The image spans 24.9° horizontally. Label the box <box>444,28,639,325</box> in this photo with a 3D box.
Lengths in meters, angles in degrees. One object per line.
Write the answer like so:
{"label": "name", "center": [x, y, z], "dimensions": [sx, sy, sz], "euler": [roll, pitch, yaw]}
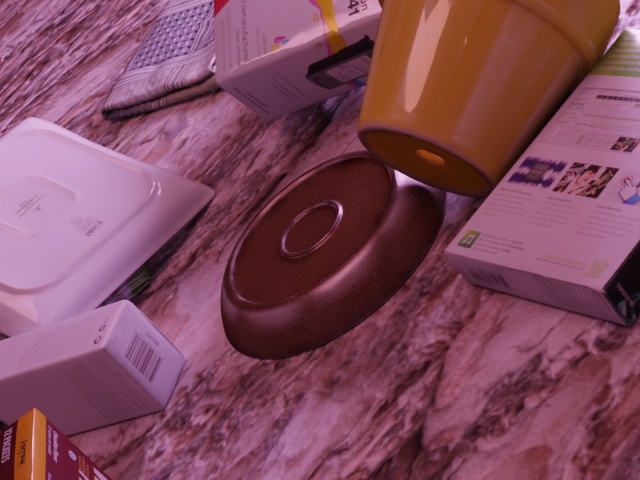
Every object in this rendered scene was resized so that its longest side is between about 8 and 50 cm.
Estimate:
{"label": "box", "center": [0.294, -0.072, 1.385], "dimensions": [0.322, 0.058, 0.232], "euler": [-50, 30, -14]}

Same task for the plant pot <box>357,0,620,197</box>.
{"label": "plant pot", "center": [0.157, -0.186, 1.535], "dimensions": [0.254, 0.254, 0.239], "euler": [9, 71, 54]}

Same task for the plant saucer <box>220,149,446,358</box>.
{"label": "plant saucer", "center": [0.000, 0.000, 1.645], "dimensions": [0.311, 0.050, 0.310], "euler": [-30, 31, 21]}

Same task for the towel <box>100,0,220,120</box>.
{"label": "towel", "center": [-0.192, -0.337, 2.331], "dimensions": [0.324, 0.056, 0.312], "euler": [-10, 41, 42]}

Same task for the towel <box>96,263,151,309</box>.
{"label": "towel", "center": [-0.295, 0.071, 1.924], "dimensions": [0.152, 0.023, 0.113], "euler": [-40, 29, 2]}

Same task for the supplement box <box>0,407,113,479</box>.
{"label": "supplement box", "center": [-0.293, 0.308, 1.418], "dimensions": [0.194, 0.191, 0.129], "euler": [-34, 30, 11]}

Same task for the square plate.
{"label": "square plate", "center": [-0.376, -0.033, 1.919], "dimensions": [0.344, 0.049, 0.347], "euler": [22, 50, 29]}

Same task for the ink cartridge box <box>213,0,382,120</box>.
{"label": "ink cartridge box", "center": [0.017, -0.316, 1.881], "dimensions": [0.306, 0.131, 0.226], "euler": [-19, 59, 28]}

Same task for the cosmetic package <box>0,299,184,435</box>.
{"label": "cosmetic package", "center": [-0.285, 0.157, 1.698], "dimensions": [0.231, 0.117, 0.085], "euler": [-16, 37, 35]}

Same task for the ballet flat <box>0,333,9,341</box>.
{"label": "ballet flat", "center": [-0.544, 0.242, 1.852], "dimensions": [0.409, 0.147, 0.147], "euler": [-32, 29, 1]}
